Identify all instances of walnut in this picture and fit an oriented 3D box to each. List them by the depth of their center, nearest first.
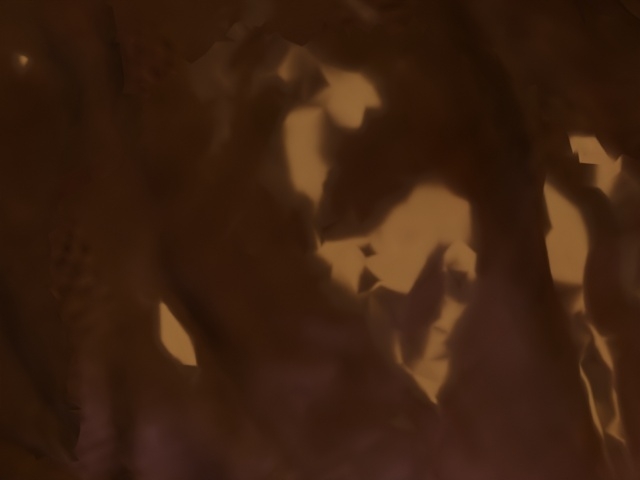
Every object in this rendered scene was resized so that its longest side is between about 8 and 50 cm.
[{"bbox_3d":[0.002,-0.001,0.471,0.277,0.252,0.313,-17,74,-32],"label":"walnut"}]
